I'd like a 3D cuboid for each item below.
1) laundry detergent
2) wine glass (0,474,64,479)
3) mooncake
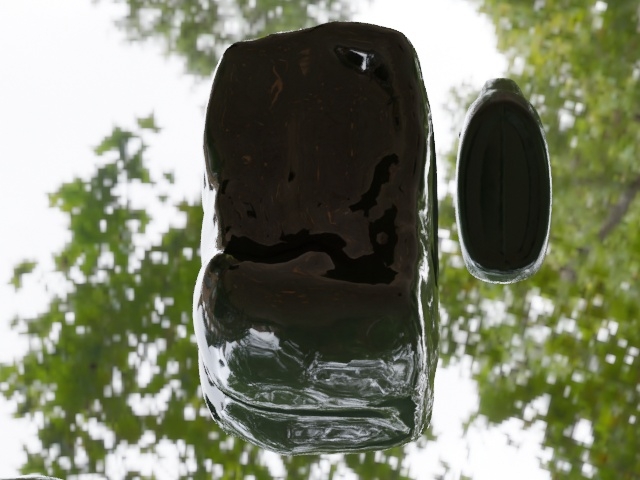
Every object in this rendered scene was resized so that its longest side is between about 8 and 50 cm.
[{"bbox_3d":[0.125,-0.045,1.030,0.063,0.137,0.211,-3,-174,6],"label":"laundry detergent"},{"bbox_3d":[-0.238,0.254,1.297,0.202,0.093,0.093,7,-140,-10],"label":"wine glass"},{"bbox_3d":[0.000,0.000,0.598,0.104,0.168,0.175,3,-159,-1],"label":"mooncake"}]
